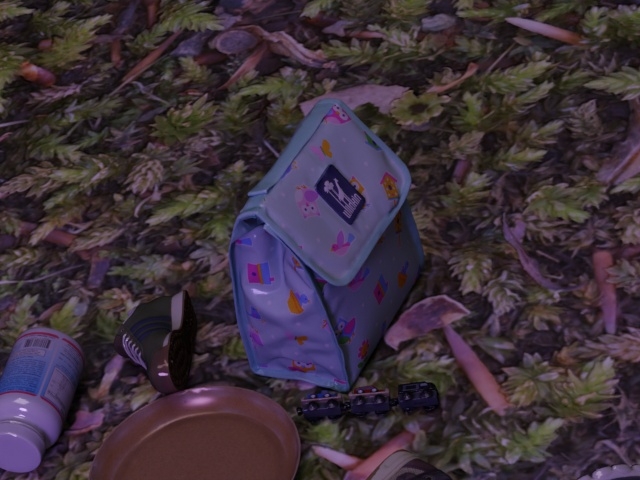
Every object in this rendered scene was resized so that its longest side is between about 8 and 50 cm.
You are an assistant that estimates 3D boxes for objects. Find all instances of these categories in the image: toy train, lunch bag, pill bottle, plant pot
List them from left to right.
[{"bbox_3d":[-0.327,0.182,2.190,0.087,0.087,0.160,-2,42,15],"label":"pill bottle"},{"bbox_3d":[-0.134,0.252,2.093,0.236,0.032,0.236,-9,39,7],"label":"plant pot"},{"bbox_3d":[0.000,0.000,2.165,0.160,0.262,0.223,10,45,27],"label":"lunch bag"},{"bbox_3d":[0.052,0.175,2.128,0.158,0.027,0.036,-7,37,9],"label":"toy train"}]

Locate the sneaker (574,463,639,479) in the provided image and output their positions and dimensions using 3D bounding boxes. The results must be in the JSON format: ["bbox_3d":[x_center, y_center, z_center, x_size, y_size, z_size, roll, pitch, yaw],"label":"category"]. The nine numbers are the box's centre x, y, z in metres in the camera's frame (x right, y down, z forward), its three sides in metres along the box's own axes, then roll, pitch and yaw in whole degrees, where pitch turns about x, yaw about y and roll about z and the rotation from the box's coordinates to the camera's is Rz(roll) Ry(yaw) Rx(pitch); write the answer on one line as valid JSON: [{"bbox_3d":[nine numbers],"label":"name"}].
[{"bbox_3d":[0.326,0.279,1.837,0.279,0.107,0.118,-10,46,-15],"label":"sneaker"}]

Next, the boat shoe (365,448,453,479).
[{"bbox_3d":[0.056,0.297,1.944,0.073,0.080,0.223,11,42,35],"label":"boat shoe"}]

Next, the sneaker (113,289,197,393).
[{"bbox_3d":[-0.196,0.124,2.226,0.086,0.064,0.192,-13,25,9],"label":"sneaker"}]
